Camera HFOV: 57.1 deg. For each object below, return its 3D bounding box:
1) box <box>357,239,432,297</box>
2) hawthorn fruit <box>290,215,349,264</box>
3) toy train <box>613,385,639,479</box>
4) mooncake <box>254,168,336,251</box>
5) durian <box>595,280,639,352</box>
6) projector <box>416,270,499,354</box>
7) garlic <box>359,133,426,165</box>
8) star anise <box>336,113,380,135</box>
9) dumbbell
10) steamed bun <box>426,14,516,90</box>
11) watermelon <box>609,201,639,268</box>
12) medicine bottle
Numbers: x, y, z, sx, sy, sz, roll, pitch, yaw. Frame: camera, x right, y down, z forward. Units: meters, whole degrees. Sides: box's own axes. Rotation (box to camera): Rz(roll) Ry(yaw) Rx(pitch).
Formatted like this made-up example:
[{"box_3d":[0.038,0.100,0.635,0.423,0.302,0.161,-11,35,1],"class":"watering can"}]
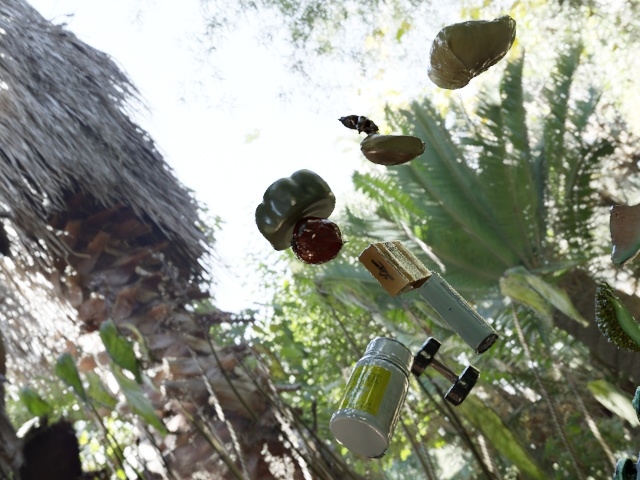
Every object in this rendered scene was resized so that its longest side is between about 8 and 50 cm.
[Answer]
[{"box_3d":[0.218,0.077,1.691,0.070,0.152,0.237,-48,-18,18],"class":"box"},{"box_3d":[0.000,0.000,1.680,0.171,0.148,0.148,-5,-40,-14],"class":"hawthorn fruit"},{"box_3d":[0.880,0.566,1.481,0.442,0.179,0.273,-51,-60,-38],"class":"toy train"},{"box_3d":[-0.078,-0.095,1.784,0.274,0.135,0.275,-33,-22,-16],"class":"mooncake"},{"box_3d":[0.797,0.213,1.593,0.095,0.221,0.137,-29,3,17],"class":"durian"},{"box_3d":[0.486,0.254,2.114,0.108,0.337,0.108,-24,-40,-22],"class":"projector"},{"box_3d":[0.185,-0.256,1.637,0.195,0.087,0.101,2,-9,-22],"class":"garlic"},{"box_3d":[0.129,-0.330,1.703,0.129,0.124,0.056,15,-87,-41],"class":"star anise"},{"box_3d":[0.431,0.456,2.057,0.152,0.218,0.152,-48,-17,-20],"class":"dumbbell"},{"box_3d":[0.354,-0.435,1.419,0.231,0.111,0.212,-18,-12,-21],"class":"steamed bun"},{"box_3d":[0.599,0.000,1.147,0.101,0.080,0.155,82,-156,-46],"class":"watermelon"},{"box_3d":[0.129,0.358,1.375,0.258,0.143,0.144,-55,-12,-48],"class":"medicine bottle"}]
